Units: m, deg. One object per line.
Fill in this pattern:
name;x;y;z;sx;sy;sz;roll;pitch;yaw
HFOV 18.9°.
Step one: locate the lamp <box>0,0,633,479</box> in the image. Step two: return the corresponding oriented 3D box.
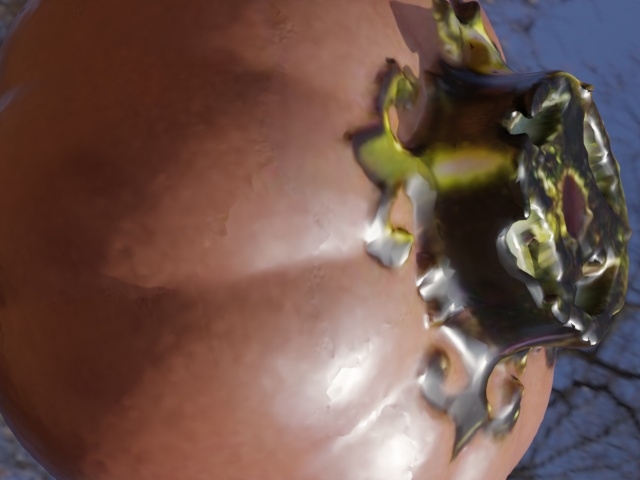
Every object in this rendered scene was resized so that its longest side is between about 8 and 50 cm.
lamp;0.000;0.000;0.793;0.240;0.305;0.305;-9;-112;30
